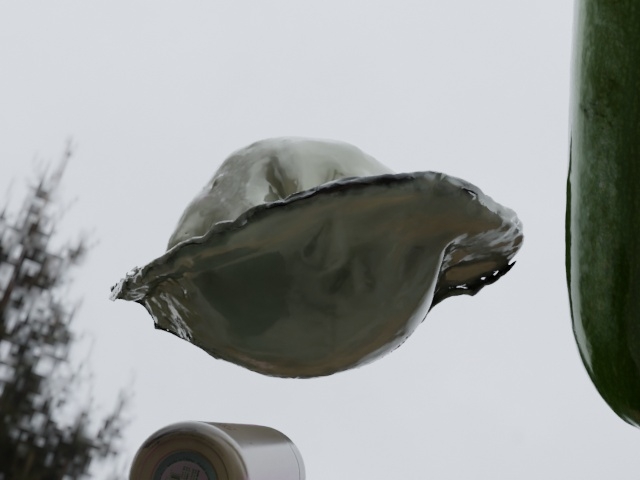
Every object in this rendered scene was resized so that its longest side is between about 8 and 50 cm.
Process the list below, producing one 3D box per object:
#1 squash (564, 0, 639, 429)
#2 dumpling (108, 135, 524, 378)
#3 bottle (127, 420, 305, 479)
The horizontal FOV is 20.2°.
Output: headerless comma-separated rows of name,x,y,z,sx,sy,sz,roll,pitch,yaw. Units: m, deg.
squash,0.142,-0.102,0.659,0.101,0.101,0.378,2,-70,9
dumpling,0.000,0.000,1.043,0.247,0.142,0.172,-9,-17,-11
bottle,-0.035,0.088,0.669,0.045,0.045,0.096,-1,-4,15
